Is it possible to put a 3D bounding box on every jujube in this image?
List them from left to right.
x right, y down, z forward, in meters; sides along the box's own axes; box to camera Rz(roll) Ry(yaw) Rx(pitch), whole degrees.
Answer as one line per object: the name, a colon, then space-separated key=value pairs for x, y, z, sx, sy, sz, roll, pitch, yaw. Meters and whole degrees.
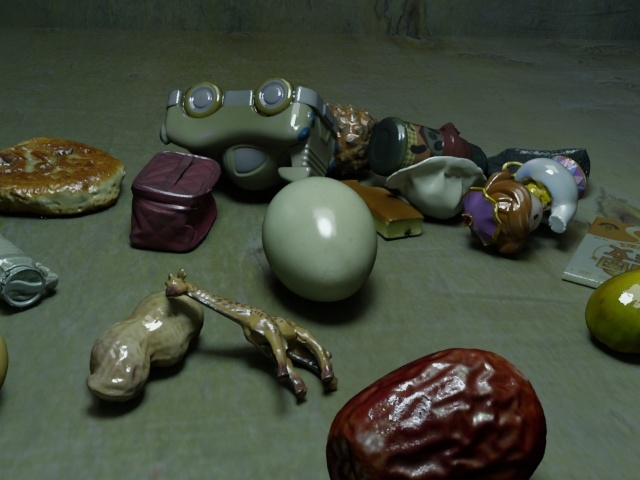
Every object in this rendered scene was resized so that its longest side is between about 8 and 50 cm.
jujube: x=0.133 y=0.216 z=0.825 sx=0.243 sy=0.183 sz=0.183 roll=-13 pitch=31 yaw=-29

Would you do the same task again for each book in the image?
book: x=0.593 y=0.037 z=1.423 sx=0.208 sy=0.020 sz=0.295 roll=17 pitch=30 yaw=24

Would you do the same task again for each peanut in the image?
peanut: x=-0.243 y=0.142 z=1.044 sx=0.104 sy=0.085 sz=0.228 roll=31 pitch=34 yaw=13

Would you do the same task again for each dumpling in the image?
dumpling: x=0.256 y=-0.114 z=1.532 sx=0.216 sy=0.166 sz=0.126 roll=38 pitch=55 yaw=-14

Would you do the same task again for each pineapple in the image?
pineapple: x=-0.041 y=-0.253 z=1.776 sx=0.361 sy=0.175 sz=0.175 roll=16 pitch=29 yaw=22

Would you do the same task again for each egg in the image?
egg: x=0.000 y=0.000 z=1.240 sx=0.188 sy=0.188 sz=0.253 roll=-2 pitch=30 yaw=-10

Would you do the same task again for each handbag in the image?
handbag: x=-0.274 y=-0.081 z=1.438 sx=0.146 sy=0.135 sz=0.225 roll=10 pitch=26 yaw=4
handbag: x=0.497 y=-0.171 z=1.749 sx=0.270 sy=0.088 sz=0.175 roll=0 pitch=8 yaw=0

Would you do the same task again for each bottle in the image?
bottle: x=0.246 y=-0.192 z=1.683 sx=0.271 sy=0.156 sz=0.143 roll=8 pitch=8 yaw=-27

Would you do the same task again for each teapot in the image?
teapot: x=-0.512 y=0.042 z=1.237 sx=0.200 sy=0.077 sz=0.107 roll=27 pitch=15 yaw=39

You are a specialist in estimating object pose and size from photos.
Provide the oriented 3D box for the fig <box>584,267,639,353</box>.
fig: x=0.483 y=0.109 z=1.162 sx=0.136 sy=0.121 sz=0.153 roll=23 pitch=56 yaw=25

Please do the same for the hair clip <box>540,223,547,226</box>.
hair clip: x=0.492 y=-0.080 z=1.638 sx=0.070 sy=0.039 sz=0.229 roll=18 pitch=25 yaw=27

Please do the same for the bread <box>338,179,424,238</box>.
bread: x=0.116 y=-0.070 z=1.553 sx=0.088 sy=0.049 sz=0.226 roll=-9 pitch=28 yaw=-23

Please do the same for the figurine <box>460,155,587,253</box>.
figurine: x=0.387 y=-0.071 z=1.453 sx=0.263 sy=0.142 sz=0.189 roll=-27 pitch=51 yaw=-27

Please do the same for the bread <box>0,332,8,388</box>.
bread: x=-0.560 y=0.144 z=0.923 sx=0.333 sy=0.160 sz=0.333 roll=1 pitch=28 yaw=-1

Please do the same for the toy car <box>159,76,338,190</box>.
toy car: x=-0.144 y=-0.192 z=1.588 sx=0.336 sy=0.226 sz=0.242 roll=0 pitch=-14 yaw=18

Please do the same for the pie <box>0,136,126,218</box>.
pie: x=-0.566 y=-0.135 z=1.568 sx=0.315 sy=0.092 sz=0.315 roll=3 pitch=28 yaw=-2

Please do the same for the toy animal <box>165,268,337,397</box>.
toy animal: x=-0.092 y=0.124 z=1.054 sx=0.275 sy=0.054 sz=0.149 roll=38 pitch=24 yaw=16
